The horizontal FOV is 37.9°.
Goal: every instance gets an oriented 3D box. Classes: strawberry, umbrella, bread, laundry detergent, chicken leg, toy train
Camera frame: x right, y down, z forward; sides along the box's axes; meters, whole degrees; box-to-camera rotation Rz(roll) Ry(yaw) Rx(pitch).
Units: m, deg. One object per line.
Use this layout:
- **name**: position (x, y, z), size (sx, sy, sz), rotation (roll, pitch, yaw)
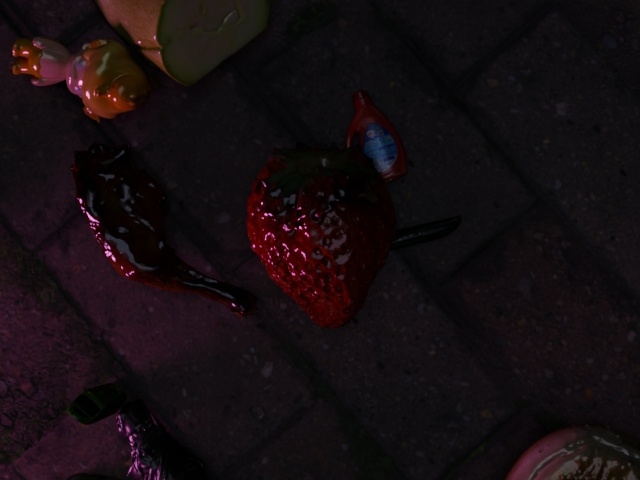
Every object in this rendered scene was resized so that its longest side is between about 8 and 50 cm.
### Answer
- **strawberry**: position (0.000, 0.000, 1.499), size (0.238, 0.250, 0.289), rotation (12, 124, 27)
- **umbrella**: position (-0.238, 0.424, 1.525), size (0.336, 0.128, 0.154), rotation (41, 65, 11)
- **bread**: position (0.425, 0.445, 1.493), size (0.305, 0.159, 0.306), rotation (0, 85, 4)
- **laundry detergent**: position (0.085, -0.177, 1.597), size (0.097, 0.049, 0.165), rotation (-19, 83, 3)
- **chicken leg**: position (-0.279, 0.004, 1.570), size (0.407, 0.096, 0.158), rotation (45, 69, 1)
- **toy train**: position (-0.354, 0.257, 1.487), size (0.044, 0.209, 0.042), rotation (37, 86, 3)

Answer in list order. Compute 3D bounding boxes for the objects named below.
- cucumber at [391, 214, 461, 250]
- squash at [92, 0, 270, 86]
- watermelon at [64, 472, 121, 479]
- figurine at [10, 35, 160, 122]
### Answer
- **cucumber**: position (0.155, -0.007, 1.589), size (0.184, 0.036, 0.033), rotation (-14, 96, 1)
- **squash**: position (-0.277, -0.443, 1.586), size (0.233, 0.210, 0.309), rotation (-42, 52, -16)
- **watermelon**: position (-0.359, 0.472, 1.546), size (0.187, 0.071, 0.139), rotation (22, 91, 2)
- **figurine**: position (-0.396, -0.283, 1.572), size (0.246, 0.131, 0.156), rotation (18, 126, 1)
